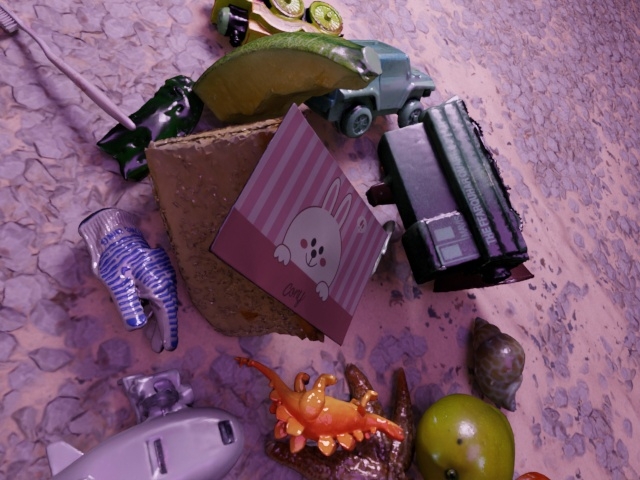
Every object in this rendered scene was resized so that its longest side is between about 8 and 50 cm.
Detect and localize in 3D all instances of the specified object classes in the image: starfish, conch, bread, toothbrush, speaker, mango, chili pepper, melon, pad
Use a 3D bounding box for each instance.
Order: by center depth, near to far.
[{"bbox_3d":[0.000,0.000,0.553,0.300,0.005,0.202,47,62,-46],"label":"pad"},{"bbox_3d":[-0.407,-0.271,0.657,0.307,0.025,0.030,41,66,3],"label":"toothbrush"},{"bbox_3d":[0.084,0.379,0.669,0.327,0.094,0.375,49,53,-2],"label":"starfish"},{"bbox_3d":[-0.098,-0.043,0.678,0.279,0.247,0.316,-78,161,-60],"label":"bread"},{"bbox_3d":[-0.045,-0.278,0.693,0.196,0.323,0.124,-25,106,-48],"label":"melon"},{"bbox_3d":[-0.275,-0.193,0.705,0.098,0.061,0.225,35,59,-13],"label":"chili pepper"},{"bbox_3d":[0.259,0.353,0.715,0.293,0.142,0.176,23,64,-52],"label":"mango"},{"bbox_3d":[0.361,0.257,0.853,0.116,0.105,0.173,-12,97,-52],"label":"conch"},{"bbox_3d":[0.252,-0.050,0.861,0.198,0.258,0.330,10,63,-73],"label":"speaker"}]

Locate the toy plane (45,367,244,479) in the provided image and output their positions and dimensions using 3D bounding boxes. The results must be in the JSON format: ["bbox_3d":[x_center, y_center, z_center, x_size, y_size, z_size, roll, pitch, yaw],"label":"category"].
[{"bbox_3d":[-0.218,0.287,0.530,0.251,0.118,0.253,13,50,-15],"label":"toy plane"}]

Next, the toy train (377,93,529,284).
[{"bbox_3d":[0.207,-0.076,0.707,0.178,0.138,0.331,-16,73,-4],"label":"toy train"}]

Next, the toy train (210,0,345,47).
[{"bbox_3d":[-0.082,-0.441,0.869,0.295,0.100,0.161,8,70,-25],"label":"toy train"}]

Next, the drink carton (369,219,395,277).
[{"bbox_3d":[0.033,-0.005,0.758,0.142,0.146,0.144,33,60,-4],"label":"drink carton"}]

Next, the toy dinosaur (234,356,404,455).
[{"bbox_3d":[-0.012,0.262,0.631,0.287,0.071,0.117,20,49,2],"label":"toy dinosaur"}]

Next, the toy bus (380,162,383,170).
[{"bbox_3d":[0.217,-0.177,0.943,0.174,0.077,0.079,11,68,-24],"label":"toy bus"}]

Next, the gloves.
[{"bbox_3d":[-0.261,0.055,0.596,0.229,0.097,0.119,62,21,7],"label":"gloves"}]

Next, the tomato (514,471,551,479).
[{"bbox_3d":[0.437,0.535,0.809,0.155,0.069,0.156,10,67,-25],"label":"tomato"}]

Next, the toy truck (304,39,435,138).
[{"bbox_3d":[0.098,-0.314,0.857,0.278,0.156,0.155,-16,46,-31],"label":"toy truck"}]
